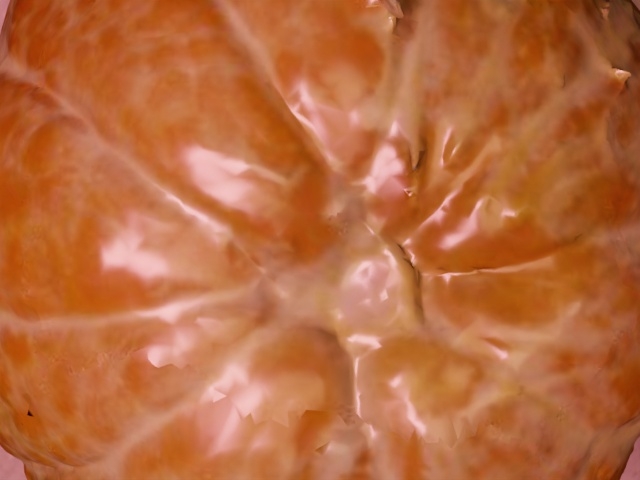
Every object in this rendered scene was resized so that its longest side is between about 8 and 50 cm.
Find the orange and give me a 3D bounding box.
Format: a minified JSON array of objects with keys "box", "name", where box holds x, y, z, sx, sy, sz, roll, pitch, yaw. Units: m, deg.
[{"box":[0.000,0.000,0.601,0.329,0.249,0.329,-1,95,-7],"name":"orange"}]
